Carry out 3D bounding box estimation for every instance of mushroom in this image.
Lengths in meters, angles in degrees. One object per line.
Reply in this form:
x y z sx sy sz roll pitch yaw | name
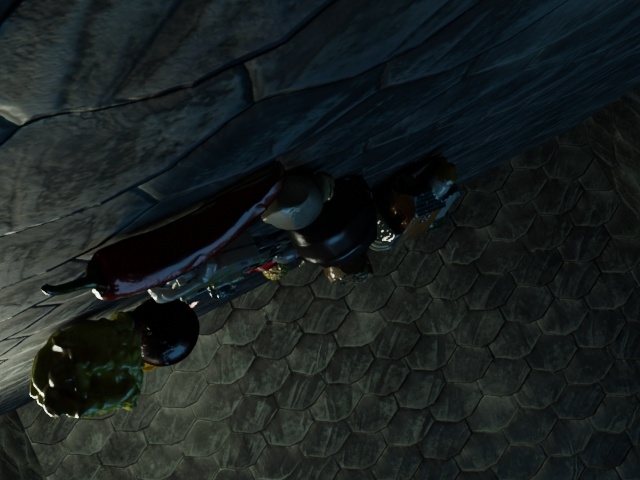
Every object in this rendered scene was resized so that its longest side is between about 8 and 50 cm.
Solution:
-0.037 -0.072 0.941 0.097 0.088 0.212 -64 168 22 | mushroom

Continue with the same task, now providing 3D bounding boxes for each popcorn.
-0.563 0.318 1.361 0.293 0.293 0.237 -27 157 3 | popcorn

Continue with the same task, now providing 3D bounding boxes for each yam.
0.046 0.014 1.525 0.128 0.238 0.129 -18 165 -22 | yam

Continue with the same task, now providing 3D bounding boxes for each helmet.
0.043 -0.031 1.325 0.225 0.177 0.305 -30 173 15 | helmet

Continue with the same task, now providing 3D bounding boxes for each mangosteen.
-0.465 0.263 1.640 0.211 0.211 0.250 -27 -173 -2 | mangosteen

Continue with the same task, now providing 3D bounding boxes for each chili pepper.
-0.219 -0.005 0.821 0.368 0.092 0.137 -32 158 -19 | chili pepper

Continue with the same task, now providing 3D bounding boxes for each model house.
0.294 -0.155 1.608 0.271 0.190 0.301 -20 157 -31 | model house

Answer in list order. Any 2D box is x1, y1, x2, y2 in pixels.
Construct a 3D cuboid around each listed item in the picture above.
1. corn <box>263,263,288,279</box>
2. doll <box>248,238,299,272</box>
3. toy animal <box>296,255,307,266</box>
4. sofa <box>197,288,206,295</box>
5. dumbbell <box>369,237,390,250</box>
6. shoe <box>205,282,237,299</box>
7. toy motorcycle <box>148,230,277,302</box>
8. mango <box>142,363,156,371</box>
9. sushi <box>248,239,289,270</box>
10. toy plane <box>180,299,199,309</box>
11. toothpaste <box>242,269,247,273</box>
-0.168 0.099 2.073 0.106 0.106 0.293 -27 178 -3 | corn
-0.143 0.052 1.803 0.245 0.076 0.142 -26 178 36 | doll
0.000 0.000 2.026 0.312 0.097 0.157 -31 -174 22 | toy animal
-0.380 0.149 1.754 0.118 0.039 0.060 -26 174 -17 | sofa
0.244 -0.061 2.062 0.179 0.179 0.406 -26 175 -6 | dumbbell
-0.273 0.101 1.439 0.091 0.106 0.207 -29 169 8 | shoe
-0.241 0.058 1.132 0.223 0.108 0.341 -30 173 34 | toy motorcycle
-0.664 0.385 2.044 0.253 0.182 0.365 -24 164 -9 | mango
-0.184 0.036 1.595 0.193 0.040 0.210 -19 166 -48 | sushi
-0.502 0.242 1.980 0.189 0.061 0.130 -35 171 32 | toy plane
-0.224 0.055 1.442 0.048 0.029 0.197 -24 158 -2 | toothpaste
